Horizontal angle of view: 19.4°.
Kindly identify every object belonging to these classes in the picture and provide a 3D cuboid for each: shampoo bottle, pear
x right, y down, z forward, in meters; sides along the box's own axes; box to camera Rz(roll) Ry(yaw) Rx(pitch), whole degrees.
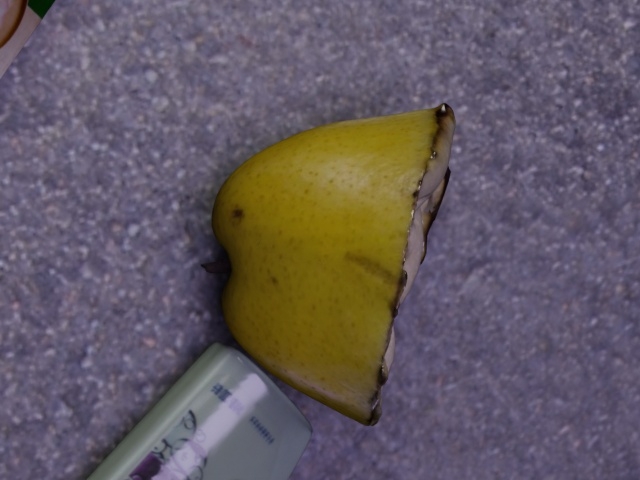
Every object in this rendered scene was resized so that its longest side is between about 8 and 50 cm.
[{"bbox_3d":[-0.154,0.253,1.481,0.359,0.078,0.134,-48,114,-14],"label":"shampoo bottle"},{"bbox_3d":[-0.001,0.002,1.483,0.178,0.267,0.267,16,88,1],"label":"pear"}]

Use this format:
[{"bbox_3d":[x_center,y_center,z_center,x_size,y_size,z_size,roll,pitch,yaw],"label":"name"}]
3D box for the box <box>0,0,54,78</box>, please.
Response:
[{"bbox_3d":[-0.256,-0.216,1.365,0.199,0.081,0.135,-56,138,-8],"label":"box"}]
